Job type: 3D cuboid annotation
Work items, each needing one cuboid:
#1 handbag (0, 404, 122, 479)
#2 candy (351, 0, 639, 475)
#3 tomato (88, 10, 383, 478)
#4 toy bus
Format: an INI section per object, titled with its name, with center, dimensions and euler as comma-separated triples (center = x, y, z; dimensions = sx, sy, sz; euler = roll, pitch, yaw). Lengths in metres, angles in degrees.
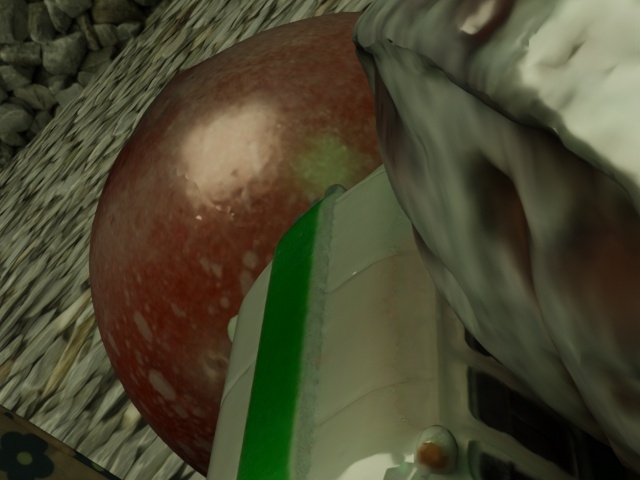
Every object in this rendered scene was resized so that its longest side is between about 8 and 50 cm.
[handbag]
center = -0.179, 0.205, 0.899
dimensions = 0.190, 0.251, 0.193
euler = -58, 1, -32
[candy]
center = 0.118, -0.011, 0.496
dimensions = 0.157, 0.214, 0.289
euler = -46, 27, 0
[tomato]
center = 0.000, 0.000, 0.923
dimensions = 0.270, 0.227, 0.270
euler = -47, 12, 13
[toy bus]
center = 0.049, 0.086, 0.657
dimensions = 0.143, 0.179, 0.305
euler = -43, 16, 20
